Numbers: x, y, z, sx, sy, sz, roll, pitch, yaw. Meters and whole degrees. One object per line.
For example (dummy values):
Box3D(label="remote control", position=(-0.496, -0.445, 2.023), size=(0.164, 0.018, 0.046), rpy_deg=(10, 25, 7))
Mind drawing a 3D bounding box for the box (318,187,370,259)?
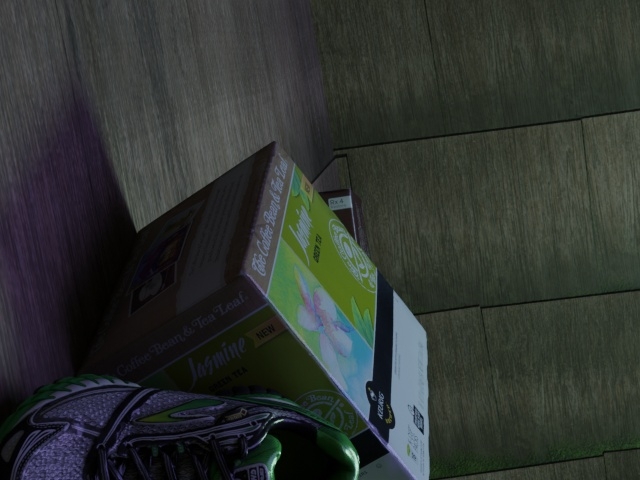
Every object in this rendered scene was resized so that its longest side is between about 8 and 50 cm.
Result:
Box3D(label="box", position=(0.000, 0.000, 2.437), size=(0.203, 0.168, 0.167), rpy_deg=(24, 58, -80))

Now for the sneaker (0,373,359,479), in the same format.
Box3D(label="sneaker", position=(-0.115, 0.180, 1.047), size=(0.344, 0.146, 0.134), rpy_deg=(-2, 93, -38))

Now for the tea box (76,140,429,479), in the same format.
Box3D(label="tea box", position=(-0.055, 0.123, 1.365), size=(0.323, 0.220, 0.329), rpy_deg=(51, 19, -20))
